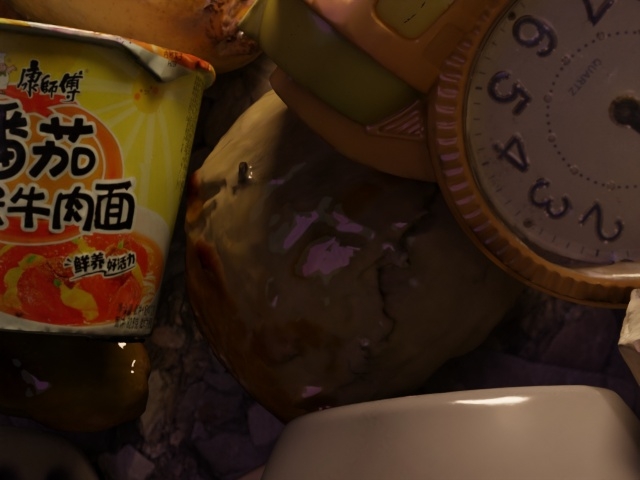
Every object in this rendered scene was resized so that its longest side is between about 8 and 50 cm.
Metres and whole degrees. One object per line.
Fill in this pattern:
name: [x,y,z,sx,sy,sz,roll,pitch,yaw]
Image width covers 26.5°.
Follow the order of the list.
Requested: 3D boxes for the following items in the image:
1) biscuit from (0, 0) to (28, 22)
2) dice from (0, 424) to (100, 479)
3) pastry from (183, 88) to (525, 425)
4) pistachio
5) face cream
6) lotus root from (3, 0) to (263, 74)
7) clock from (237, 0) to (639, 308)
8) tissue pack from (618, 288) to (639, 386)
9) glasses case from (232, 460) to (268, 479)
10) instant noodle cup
biscuit: [-0.339,-0.051,1.219,0.312,0.057,0.351,12,84,50]
dice: [-0.288,0.249,1.054,0.191,0.194,0.193,-17,68,32]
pastry: [-0.008,0.000,0.934,0.237,0.170,0.256,-46,53,14]
pistachio: [-0.220,0.093,1.099,0.189,0.100,0.110,10,84,37]
face cream: [0.085,0.271,0.771,0.312,0.219,0.357,-12,75,32]
lotus root: [-0.139,-0.206,1.072,0.342,0.169,0.152,29,102,35]
clock: [0.141,-0.113,0.796,0.317,0.200,0.244,38,107,-3]
tissue pack: [0.265,0.101,0.714,0.148,0.092,0.196,-21,104,29]
glasses case: [-0.068,0.212,0.976,0.196,0.083,0.050,-34,61,26]
instant noodle cup: [-0.213,-0.038,0.966,0.264,0.264,0.200,6,88,36]
